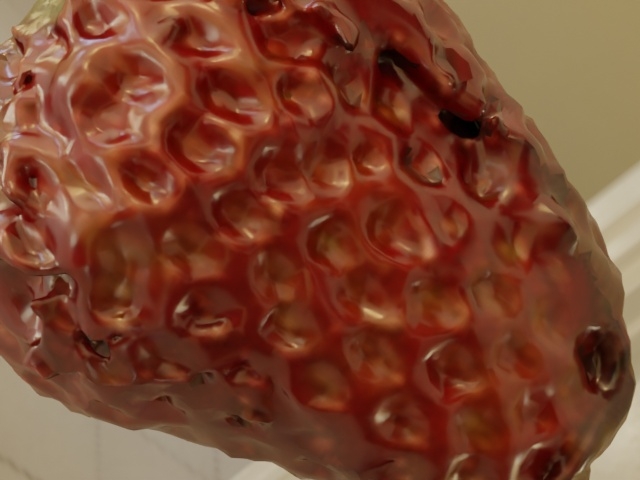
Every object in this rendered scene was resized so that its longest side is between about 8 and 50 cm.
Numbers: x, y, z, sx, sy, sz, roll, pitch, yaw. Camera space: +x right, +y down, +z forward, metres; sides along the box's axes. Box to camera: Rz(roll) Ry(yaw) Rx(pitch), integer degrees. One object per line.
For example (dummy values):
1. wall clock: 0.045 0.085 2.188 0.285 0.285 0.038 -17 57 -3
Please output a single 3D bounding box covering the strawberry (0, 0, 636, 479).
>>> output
1. strawberry: 0.000 0.000 0.571 0.244 0.205 0.205 39 17 3
